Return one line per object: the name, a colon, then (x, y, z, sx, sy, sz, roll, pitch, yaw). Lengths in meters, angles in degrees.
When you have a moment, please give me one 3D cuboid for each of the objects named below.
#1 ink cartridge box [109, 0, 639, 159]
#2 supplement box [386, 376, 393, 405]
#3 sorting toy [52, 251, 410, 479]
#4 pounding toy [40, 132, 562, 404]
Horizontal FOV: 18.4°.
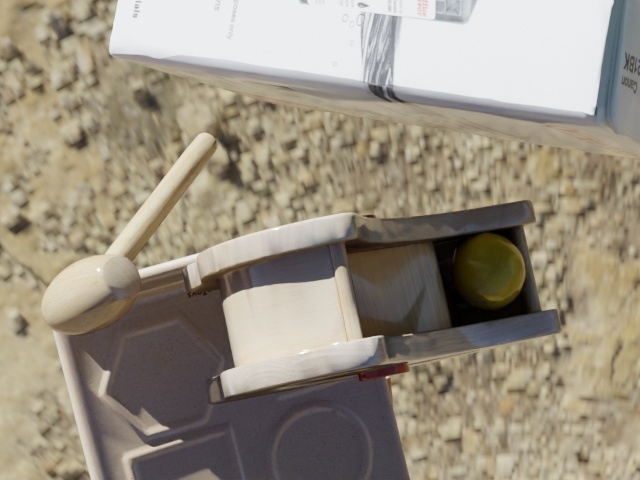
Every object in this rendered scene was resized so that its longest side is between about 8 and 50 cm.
ink cartridge box: (0.061, -0.118, 1.032, 0.273, 0.197, 0.114, 11, 91, 26)
supplement box: (-0.010, 0.091, 1.677, 0.080, 0.078, 0.233, -15, 33, -14)
sorting toy: (-0.051, 0.105, 1.196, 0.193, 0.038, 0.208, -16, 101, -18)
pounding toy: (0.000, 0.000, 1.042, 0.269, 0.154, 0.154, -8, 83, -34)
